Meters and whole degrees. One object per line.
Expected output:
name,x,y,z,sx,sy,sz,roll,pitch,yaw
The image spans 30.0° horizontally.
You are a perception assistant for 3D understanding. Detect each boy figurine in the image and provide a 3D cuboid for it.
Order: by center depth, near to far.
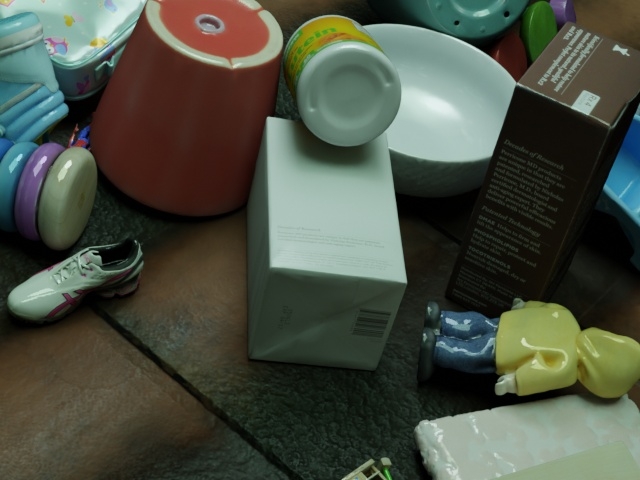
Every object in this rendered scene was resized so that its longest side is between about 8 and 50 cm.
boy figurine,0.272,0.138,1.546,0.285,0.092,0.177,6,36,6

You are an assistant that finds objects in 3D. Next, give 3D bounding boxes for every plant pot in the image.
plant pot,-0.178,-0.213,1.696,0.274,0.243,0.275,12,43,-11
plant pot,0.227,-0.453,2.000,0.293,0.293,0.235,2,25,-15

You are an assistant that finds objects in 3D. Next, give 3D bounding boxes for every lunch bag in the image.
lunch bag,-0.359,-0.342,1.790,0.224,0.108,0.279,37,60,7

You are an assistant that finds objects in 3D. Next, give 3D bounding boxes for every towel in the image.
towel,0.308,0.333,1.425,0.316,0.053,0.332,-6,47,-23

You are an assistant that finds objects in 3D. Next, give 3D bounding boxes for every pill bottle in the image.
pill bottle,0.021,-0.228,1.622,0.136,0.136,0.246,5,22,-11

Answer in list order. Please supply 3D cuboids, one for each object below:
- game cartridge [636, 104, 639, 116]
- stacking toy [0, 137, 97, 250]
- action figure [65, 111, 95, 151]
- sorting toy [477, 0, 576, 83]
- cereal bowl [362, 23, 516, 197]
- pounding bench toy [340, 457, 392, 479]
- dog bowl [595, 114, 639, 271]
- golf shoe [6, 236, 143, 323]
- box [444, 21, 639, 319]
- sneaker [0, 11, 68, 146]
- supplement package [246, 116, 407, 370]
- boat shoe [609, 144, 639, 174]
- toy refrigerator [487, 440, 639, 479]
game cartridge,0.475,-0.248,1.974,0.198,0.062,0.297,35,17,21
stacking toy,-0.473,-0.094,1.595,0.330,0.141,0.141,15,43,6
action figure,-0.346,-0.149,1.757,0.038,0.030,0.115,23,45,0
sorting toy,0.336,-0.352,2.136,0.126,0.127,0.365,4,31,33
cereal bowl,0.142,-0.183,1.849,0.338,0.141,0.339,8,44,-7
pounding bench toy,0.069,0.296,1.394,0.083,0.052,0.065,-28,58,-37
dog bowl,0.487,-0.071,1.786,0.297,0.074,0.166,45,70,-4
golf shoe,-0.313,0.043,1.524,0.186,0.086,0.067,-22,56,-32
box,0.301,-0.075,1.605,0.143,0.381,0.191,28,44,14
sneaker,-0.501,-0.176,1.680,0.319,0.208,0.127,-15,21,19
supplement package,0.000,0.000,1.590,0.175,0.178,0.293,6,44,-10
boat shoe,0.535,-0.098,1.895,0.342,0.123,0.123,-12,51,-31
toy refrigerator,0.234,0.315,1.318,0.269,0.094,0.102,-11,57,-25
